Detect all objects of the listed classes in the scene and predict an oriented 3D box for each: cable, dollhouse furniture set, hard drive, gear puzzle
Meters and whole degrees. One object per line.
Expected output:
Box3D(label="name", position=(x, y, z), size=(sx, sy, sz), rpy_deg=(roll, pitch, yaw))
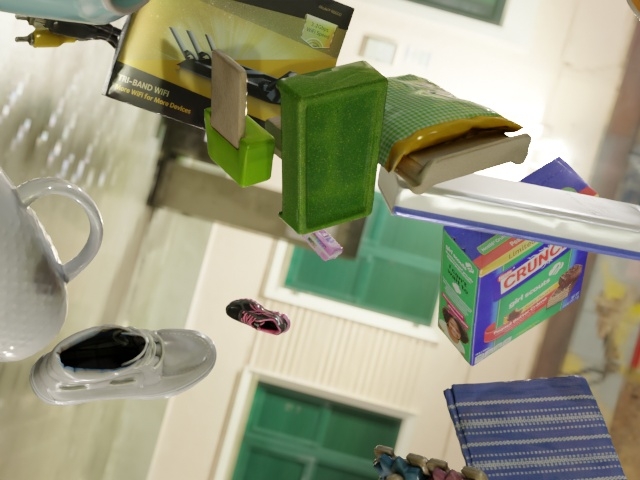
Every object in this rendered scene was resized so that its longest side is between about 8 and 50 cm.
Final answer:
Box3D(label="cable", position=(-0.427, -0.405, 2.301), size=(0.072, 0.287, 0.139), rpy_deg=(33, -72, 58))
Box3D(label="dollhouse furniture set", position=(0.055, -0.148, 1.243), size=(0.197, 0.302, 0.151), rpy_deg=(42, -40, 45))
Box3D(label="hard drive", position=(0.230, -0.035, 1.378), size=(0.210, 0.319, 0.040), rpy_deg=(-99, -160, -78))
Box3D(label="gear puzzle", position=(0.169, 0.378, 1.412), size=(0.044, 0.175, 0.339), rpy_deg=(-47, 124, -32))

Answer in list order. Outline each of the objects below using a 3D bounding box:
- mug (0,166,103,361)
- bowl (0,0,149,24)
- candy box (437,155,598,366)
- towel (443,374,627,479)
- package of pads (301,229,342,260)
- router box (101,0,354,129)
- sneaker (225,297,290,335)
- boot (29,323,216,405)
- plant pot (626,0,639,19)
Box3D(label="mug", position=(-0.569, 0.029, 2.191), size=(0.276, 0.374, 0.328), rpy_deg=(52, -7, 51))
Box3D(label="bowl", position=(-0.268, -0.382, 1.447), size=(0.311, 0.163, 0.311), rpy_deg=(-56, 166, -21))
Box3D(label="candy box", position=(0.347, 0.042, 2.172), size=(0.268, 0.122, 0.317), rpy_deg=(-30, 146, -17))
Box3D(label="towel", position=(0.332, 0.347, 1.811), size=(0.040, 0.243, 0.336), rpy_deg=(101, -18, -48))
Box3D(label="package of pads", position=(0.000, 0.000, 2.281), size=(0.032, 0.083, 0.050), rpy_deg=(-47, 167, 19))
Box3D(label="router box", position=(-0.134, -0.276, 1.775), size=(0.081, 0.309, 0.242), rpy_deg=(-151, -102, -73))
Box3D(label="sneaker", position=(-0.114, 0.138, 2.141), size=(0.057, 0.119, 0.047), rpy_deg=(-52, 157, -69))
Box3D(label="boot", position=(-0.234, 0.153, 1.563), size=(0.123, 0.258, 0.095), rpy_deg=(-39, -114, 55))
Box3D(label="plant pot", position=(0.500, -0.368, 1.586), size=(0.205, 0.188, 0.205), rpy_deg=(58, -13, 22))
